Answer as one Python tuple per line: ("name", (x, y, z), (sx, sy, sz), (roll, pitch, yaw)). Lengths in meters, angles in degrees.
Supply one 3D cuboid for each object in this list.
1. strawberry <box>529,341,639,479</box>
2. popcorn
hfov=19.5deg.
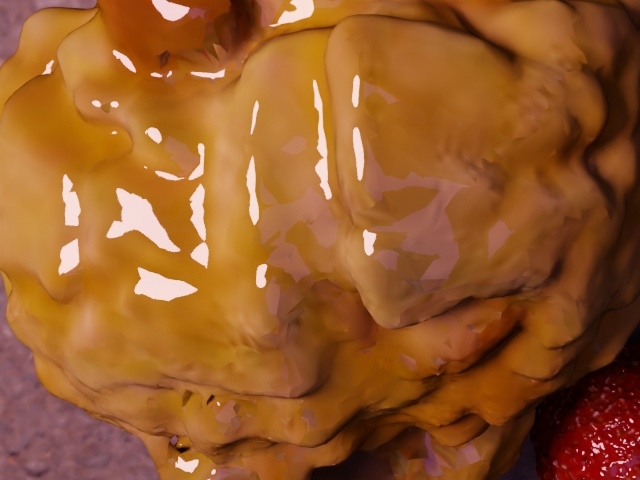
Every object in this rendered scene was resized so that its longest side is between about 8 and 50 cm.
("strawberry", (0.136, 0.094, 0.823), (0.106, 0.106, 0.106), (0, 111, 1))
("popcorn", (0.000, 0.000, 0.725), (0.265, 0.225, 0.332), (2, 123, -5))
